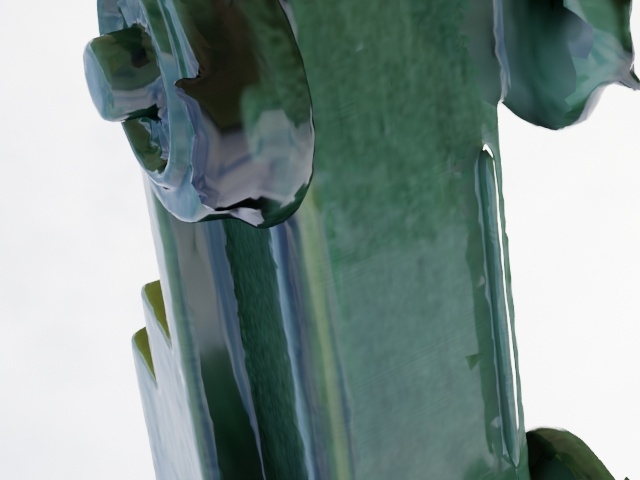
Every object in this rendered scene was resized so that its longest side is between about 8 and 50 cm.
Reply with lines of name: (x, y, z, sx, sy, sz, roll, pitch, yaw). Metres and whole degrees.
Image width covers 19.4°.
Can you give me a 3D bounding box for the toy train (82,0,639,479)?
toy train: (0.000, 0.000, 0.601, 0.150, 0.369, 0.237, -15, -152, -14)
